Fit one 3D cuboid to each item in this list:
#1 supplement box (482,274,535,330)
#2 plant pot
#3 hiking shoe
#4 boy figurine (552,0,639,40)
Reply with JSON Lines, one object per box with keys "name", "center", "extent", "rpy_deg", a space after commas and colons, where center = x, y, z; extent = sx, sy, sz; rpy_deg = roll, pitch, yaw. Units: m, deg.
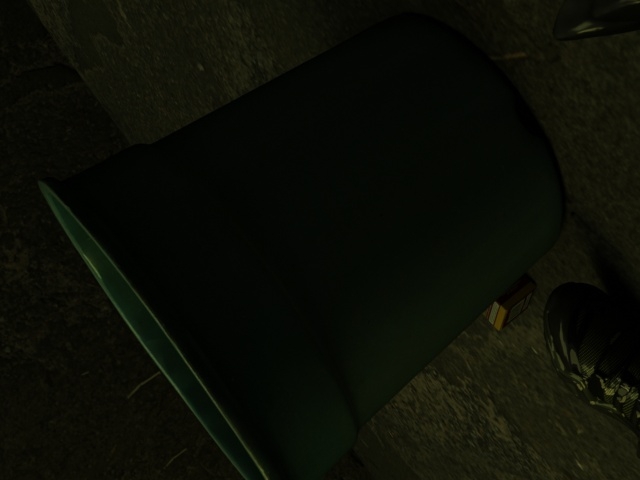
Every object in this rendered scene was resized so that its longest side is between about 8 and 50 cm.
{"name": "supplement box", "center": [0.168, 0.040, 0.996], "extent": [0.083, 0.043, 0.055], "rpy_deg": [47, 164, 21]}
{"name": "plant pot", "center": [0.000, 0.000, 0.854], "extent": [0.341, 0.334, 0.341], "rpy_deg": [49, 164, 19]}
{"name": "hiking shoe", "center": [0.276, 0.117, 0.798], "extent": [0.227, 0.086, 0.114], "rpy_deg": [50, 152, -5]}
{"name": "boy figurine", "center": [0.101, -0.217, 0.352], "extent": [0.177, 0.092, 0.285], "rpy_deg": [-90, -10, -88]}
